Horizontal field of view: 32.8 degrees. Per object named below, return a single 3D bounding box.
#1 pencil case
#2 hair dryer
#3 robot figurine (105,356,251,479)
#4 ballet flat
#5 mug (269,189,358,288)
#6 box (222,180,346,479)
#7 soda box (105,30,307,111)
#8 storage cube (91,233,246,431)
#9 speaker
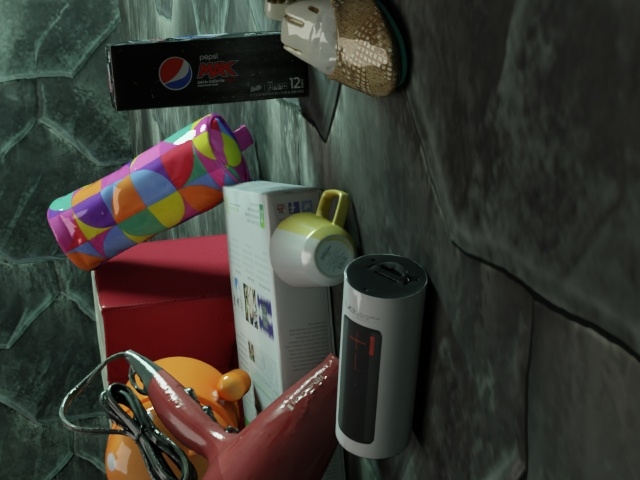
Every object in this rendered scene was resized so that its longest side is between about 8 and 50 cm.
[{"bbox_3d":[-0.186,-0.053,1.209,0.104,0.236,0.104,56,-162,-28],"label":"pencil case"},{"bbox_3d":[-0.097,0.163,0.888,0.080,0.293,0.223,40,-145,-59],"label":"hair dryer"},{"bbox_3d":[-0.139,0.189,1.050,0.219,0.158,0.128,-108,10,-75],"label":"robot figurine"},{"bbox_3d":[-0.001,-0.153,0.760,0.206,0.067,0.073,-119,27,-57],"label":"ballet flat"},{"bbox_3d":[-0.003,0.003,0.861,0.064,0.062,0.078,-169,66,-68],"label":"mug"},{"bbox_3d":[-0.038,0.105,1.058,0.232,0.058,0.322,-161,66,-75],"label":"box"},{"bbox_3d":[-0.100,-0.150,0.949,0.053,0.169,0.060,-142,47,-71],"label":"soda box"},{"bbox_3d":[-0.164,0.112,1.287,0.215,0.193,0.183,-124,30,-64],"label":"storage cube"},{"bbox_3d":[0.040,0.078,0.727,0.055,0.055,0.136,-116,25,-55],"label":"speaker"}]
